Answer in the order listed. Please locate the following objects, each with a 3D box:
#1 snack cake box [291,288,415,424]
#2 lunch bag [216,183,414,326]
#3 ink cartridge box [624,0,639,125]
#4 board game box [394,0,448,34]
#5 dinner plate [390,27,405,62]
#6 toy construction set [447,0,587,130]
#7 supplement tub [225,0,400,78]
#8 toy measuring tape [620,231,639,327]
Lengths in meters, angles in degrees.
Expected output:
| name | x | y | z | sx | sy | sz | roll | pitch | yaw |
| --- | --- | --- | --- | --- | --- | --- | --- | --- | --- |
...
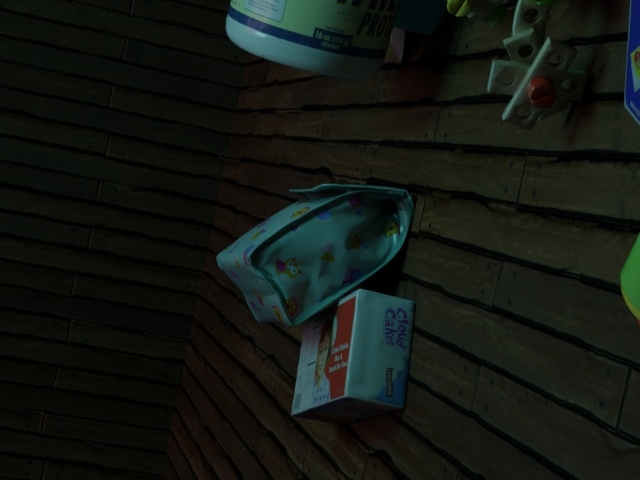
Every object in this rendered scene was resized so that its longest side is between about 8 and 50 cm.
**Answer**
| name | x | y | z | sx | sy | sz | roll | pitch | yaw |
| --- | --- | --- | --- | --- | --- | --- | --- | --- | --- |
| snack cake box | 0.043 | 0.173 | 1.848 | 0.264 | 0.089 | 0.152 | 144 | 137 | -69 |
| lunch bag | 0.000 | 0.000 | 1.906 | 0.262 | 0.160 | 0.223 | -36 | 9 | -13 |
| ink cartridge box | 0.299 | -0.199 | 0.971 | 0.303 | 0.072 | 0.307 | -92 | 1 | -66 |
| board game box | 0.183 | -0.502 | 1.840 | 0.336 | 0.079 | 0.253 | 120 | 156 | -52 |
| dinner plate | 0.120 | -0.349 | 2.014 | 0.141 | 0.017 | 0.141 | 180 | 90 | -89 |
| toy construction set | 0.211 | -0.282 | 1.427 | 0.215 | 0.151 | 0.327 | -44 | 38 | 24 |
| supplement tub | 0.013 | -0.410 | 1.796 | 0.235 | 0.235 | 0.324 | -118 | 41 | -68 |
| toy measuring tape | 0.282 | -0.006 | 1.028 | 0.330 | 0.121 | 0.121 | -99 | 25 | -54 |
